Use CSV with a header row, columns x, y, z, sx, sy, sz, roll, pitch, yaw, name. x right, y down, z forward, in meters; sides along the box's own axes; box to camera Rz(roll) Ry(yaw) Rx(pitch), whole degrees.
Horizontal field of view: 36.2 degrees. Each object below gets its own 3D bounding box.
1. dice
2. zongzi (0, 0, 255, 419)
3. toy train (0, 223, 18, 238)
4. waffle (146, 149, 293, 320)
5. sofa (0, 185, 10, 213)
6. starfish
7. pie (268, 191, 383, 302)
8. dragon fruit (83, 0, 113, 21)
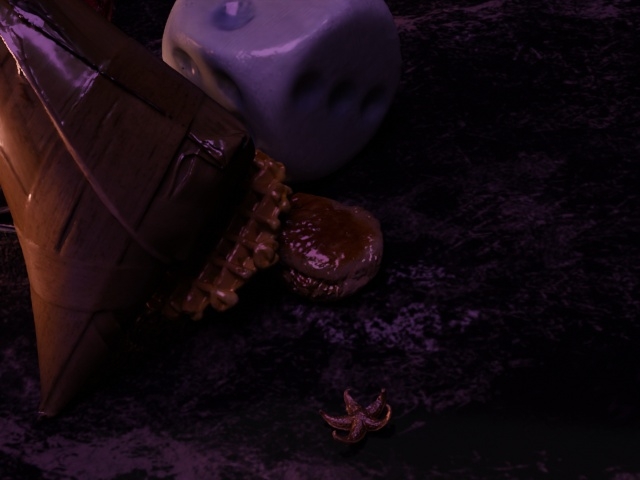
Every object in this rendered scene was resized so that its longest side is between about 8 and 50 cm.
x,y,z,sx,sy,sz,roll,pitch,yaw,name
-0.057,-0.264,1.461,0.265,0.268,0.262,34,64,32,dice
-0.395,-0.086,1.223,0.500,0.218,0.467,38,86,-8,zongzi
-0.466,-0.013,1.500,0.083,0.017,0.017,7,45,17,toy train
-0.150,-0.008,1.350,0.253,0.056,0.249,-18,52,30,waffle
-0.533,-0.182,1.539,0.182,0.200,0.258,2,49,17,sofa
0.043,0.215,1.194,0.091,0.028,0.078,-2,44,13,starfish
0.000,0.000,1.354,0.193,0.079,0.163,31,57,34,pie
-0.493,-0.366,1.736,0.317,0.152,0.205,-34,31,-6,dragon fruit
